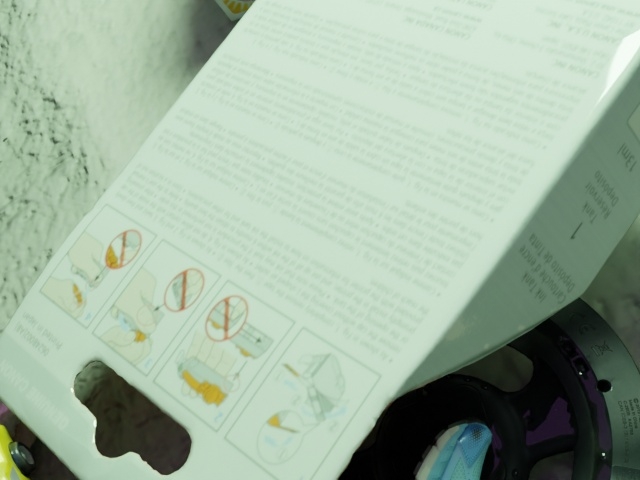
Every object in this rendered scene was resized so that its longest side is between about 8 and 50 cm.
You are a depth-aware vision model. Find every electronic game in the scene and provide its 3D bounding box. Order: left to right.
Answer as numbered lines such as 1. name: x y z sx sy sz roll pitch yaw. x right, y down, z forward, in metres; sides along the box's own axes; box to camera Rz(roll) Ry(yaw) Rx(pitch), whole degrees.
1. electronic game: 0.075 0.122 0.689 0.229 0.048 0.229 -8 69 22

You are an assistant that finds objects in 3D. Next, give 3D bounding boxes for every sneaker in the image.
1. sneaker: 0.071 0.172 0.622 0.073 0.063 0.162 10 79 7

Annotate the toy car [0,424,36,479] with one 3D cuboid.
1. toy car: -0.161 0.246 0.699 0.239 0.053 0.225 23 83 14

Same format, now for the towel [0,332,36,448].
1. towel: -0.369 0.180 0.842 0.331 0.053 0.317 15 71 28

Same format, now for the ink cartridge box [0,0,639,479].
1. ink cartridge box: 0.000 0.000 0.725 0.308 0.091 0.385 28 79 46

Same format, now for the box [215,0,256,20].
1. box: -0.005 -0.256 0.871 0.203 0.114 0.103 -14 58 22
